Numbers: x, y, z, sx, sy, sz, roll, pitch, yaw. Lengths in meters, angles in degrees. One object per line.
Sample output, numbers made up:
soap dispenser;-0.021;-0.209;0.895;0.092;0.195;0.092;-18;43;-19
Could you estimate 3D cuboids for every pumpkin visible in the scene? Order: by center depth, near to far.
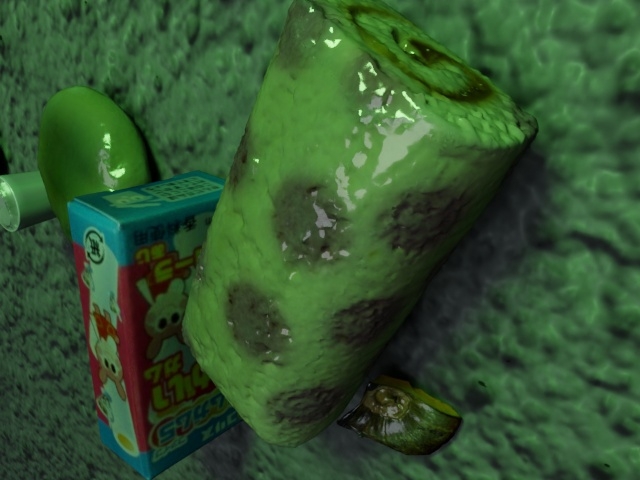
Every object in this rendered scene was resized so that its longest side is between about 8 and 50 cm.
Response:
pumpkin;0.076;0.167;0.531;0.101;0.035;0.073;24;117;1

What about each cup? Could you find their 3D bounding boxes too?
cup;-0.389;-0.053;0.760;0.074;0.116;0.104;51;129;11

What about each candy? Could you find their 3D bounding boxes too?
candy;-0.163;0.090;0.607;0.100;0.157;0.305;21;118;36

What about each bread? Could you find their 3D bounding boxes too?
bread;0.000;0.000;0.447;0.187;0.155;0.338;44;129;23

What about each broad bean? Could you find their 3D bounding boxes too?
broad bean;-0.278;-0.077;0.685;0.169;0.100;0.227;-8;90;32

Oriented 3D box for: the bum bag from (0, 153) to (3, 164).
bum bag;-0.613;-0.158;0.936;0.233;0.060;0.106;24;129;32
